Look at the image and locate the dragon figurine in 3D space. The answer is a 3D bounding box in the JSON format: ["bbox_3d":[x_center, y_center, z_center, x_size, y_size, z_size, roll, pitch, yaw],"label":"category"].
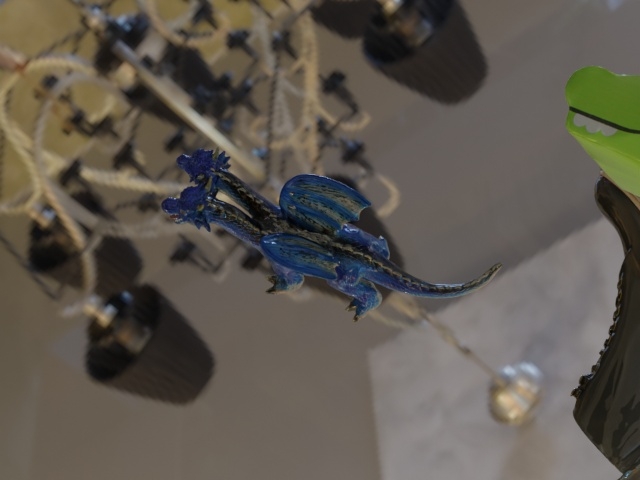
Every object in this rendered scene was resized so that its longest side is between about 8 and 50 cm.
[{"bbox_3d":[0.000,0.000,1.293,0.289,0.144,0.085,16,-107,24],"label":"dragon figurine"}]

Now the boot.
[{"bbox_3d":[0.190,0.048,0.941,0.137,0.077,0.198,-44,-140,15],"label":"boot"}]

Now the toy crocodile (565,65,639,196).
[{"bbox_3d":[0.237,-0.010,0.601,0.340,0.115,0.105,29,-96,49],"label":"toy crocodile"}]
